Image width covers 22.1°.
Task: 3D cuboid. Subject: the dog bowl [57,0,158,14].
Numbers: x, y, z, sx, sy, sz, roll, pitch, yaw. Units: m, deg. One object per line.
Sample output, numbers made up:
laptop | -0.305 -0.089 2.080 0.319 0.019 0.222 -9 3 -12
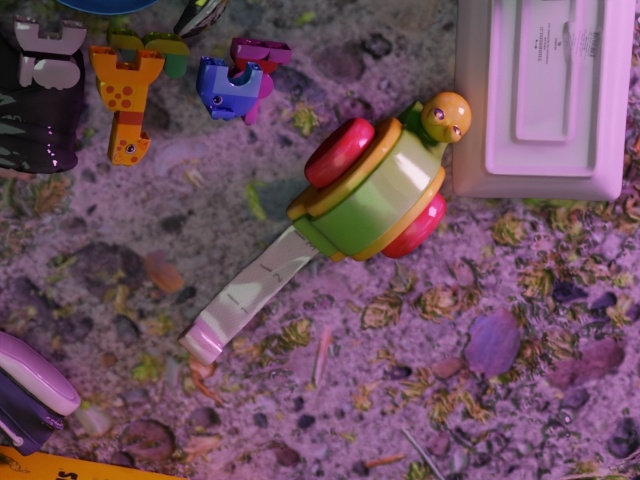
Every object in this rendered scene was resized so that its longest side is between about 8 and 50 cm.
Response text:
dog bowl | -0.228 -0.295 1.297 0.297 0.074 0.166 23 107 -5

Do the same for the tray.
tray | 0.184 -0.161 1.340 0.145 0.030 0.270 1 107 1

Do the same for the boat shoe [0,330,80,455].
boat shoe | -0.325 0.087 1.410 0.254 0.095 0.079 40 93 -18

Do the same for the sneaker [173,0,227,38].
sneaker | -0.094 -0.201 1.345 0.083 0.031 0.035 -45 80 15

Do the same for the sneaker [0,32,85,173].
sneaker | -0.327 -0.142 1.331 0.286 0.109 0.130 13 95 -20

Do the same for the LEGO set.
LEGO set | -0.133 -0.111 1.307 0.227 0.087 0.093 4 115 -19

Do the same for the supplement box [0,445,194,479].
supplement box | -0.218 0.317 1.418 0.357 0.195 0.194 11 107 -1

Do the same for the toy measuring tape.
toy measuring tape | 0.000 0.000 1.354 0.330 0.121 0.121 -43 100 14
